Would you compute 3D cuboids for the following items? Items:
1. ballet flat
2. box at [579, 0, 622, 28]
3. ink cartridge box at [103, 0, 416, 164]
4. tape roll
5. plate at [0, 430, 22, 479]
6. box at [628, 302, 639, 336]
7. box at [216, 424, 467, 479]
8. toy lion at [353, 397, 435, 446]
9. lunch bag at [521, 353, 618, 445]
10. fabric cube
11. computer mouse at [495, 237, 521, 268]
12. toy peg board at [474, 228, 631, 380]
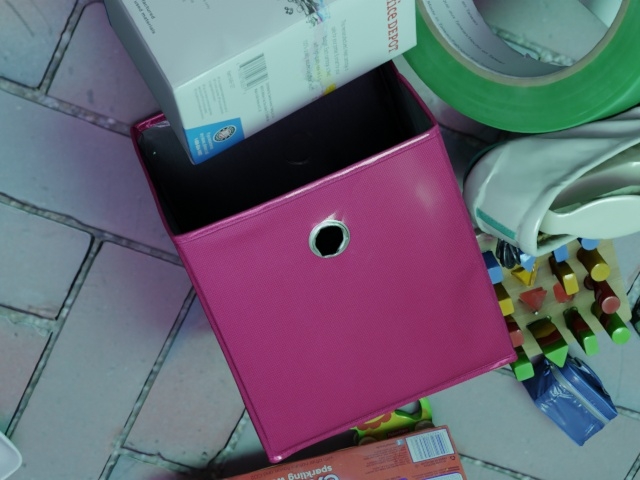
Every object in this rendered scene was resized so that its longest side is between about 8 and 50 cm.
[{"bbox_3d":[0.331,-0.071,1.859,0.400,0.139,0.139,-18,119,-19],"label":"ballet flat"},{"bbox_3d":[0.293,-0.251,1.815,0.203,0.114,0.103,37,104,-27],"label":"box"},{"bbox_3d":[-0.055,-0.214,1.675,0.233,0.168,0.171,-28,161,-8],"label":"ink cartridge box"},{"bbox_3d":[0.191,-0.257,1.688,0.077,0.321,0.321,-18,128,-49],"label":"tape roll"},{"bbox_3d":[-0.483,0.201,1.904,0.278,0.045,0.277,-36,117,7],"label":"plate"},{"bbox_3d":[0.510,0.018,2.029,0.232,0.058,0.322,28,106,-23],"label":"box"},{"bbox_3d":[0.013,0.321,1.993,0.300,0.154,0.142,-14,139,-7],"label":"box"},{"bbox_3d":[0.064,0.174,2.024,0.100,0.034,0.096,-15,110,-5],"label":"toy lion"},{"bbox_3d":[0.264,0.159,2.038,0.065,0.067,0.098,-43,116,9],"label":"lunch bag"},{"bbox_3d":[0.000,0.000,1.792,0.254,0.259,0.258,-22,119,-2],"label":"fabric cube"},{"bbox_3d":[0.247,-0.054,1.929,0.193,0.042,0.106,-23,108,-17],"label":"computer mouse"},{"bbox_3d":[0.236,0.055,1.974,0.161,0.079,0.160,-20,119,-3],"label":"toy peg board"}]
